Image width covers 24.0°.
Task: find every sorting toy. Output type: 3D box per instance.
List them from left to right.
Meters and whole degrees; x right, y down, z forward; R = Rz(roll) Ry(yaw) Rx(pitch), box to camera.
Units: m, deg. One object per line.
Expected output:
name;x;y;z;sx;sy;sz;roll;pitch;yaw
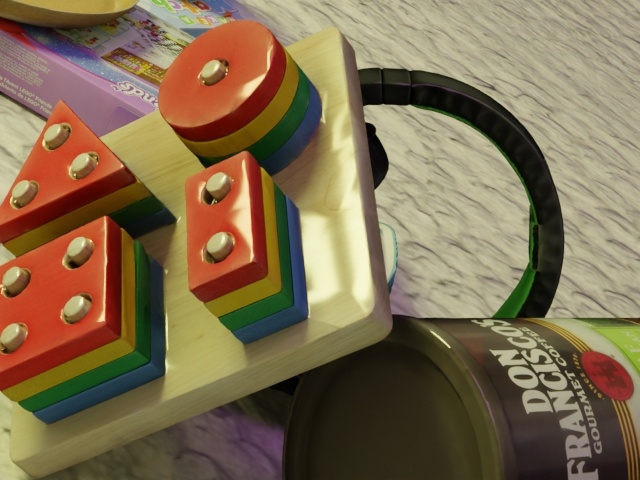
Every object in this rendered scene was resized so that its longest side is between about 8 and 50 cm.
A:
sorting toy;-0.100;-0.016;0.951;0.089;0.257;0.255;48;26;-42

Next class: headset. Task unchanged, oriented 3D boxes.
headset;-0.021;-0.010;1.122;0.394;0.243;0.185;0;19;1

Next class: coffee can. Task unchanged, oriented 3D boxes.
coffee can;0.142;0.149;1.000;0.275;0.201;0.201;2;37;-40

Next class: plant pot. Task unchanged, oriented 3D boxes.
plant pot;-0.280;-0.253;1.376;0.236;0.032;0.236;20;27;-10

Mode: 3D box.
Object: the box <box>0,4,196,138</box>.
box;-0.178;-0.150;1.383;0.293;0.057;0.201;31;27;7

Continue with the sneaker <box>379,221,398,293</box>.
sneaker;0.000;0.000;1.269;0.092;0.087;0.229;6;26;-21

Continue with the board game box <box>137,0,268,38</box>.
board game box;-0.180;-0.269;1.605;0.211;0.039;0.160;44;31;27
